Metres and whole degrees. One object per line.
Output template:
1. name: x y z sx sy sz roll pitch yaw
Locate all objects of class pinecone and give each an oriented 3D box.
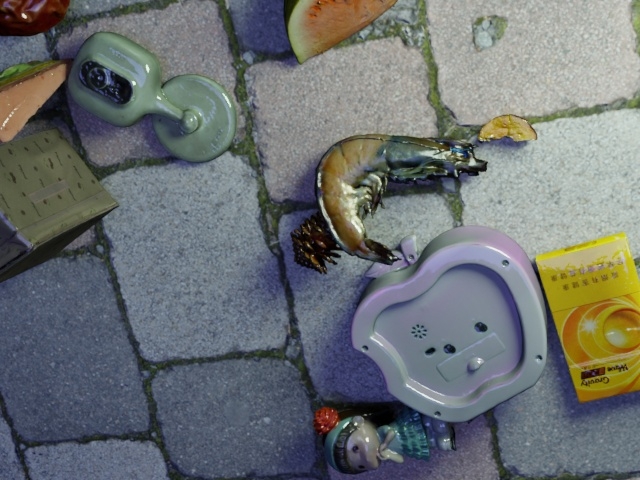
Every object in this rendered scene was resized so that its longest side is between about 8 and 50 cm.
1. pinecone: -0.004 -0.002 1.503 0.102 0.102 0.109 23 93 5

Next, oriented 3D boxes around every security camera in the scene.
1. security camera: -0.288 -0.241 1.506 0.302 0.080 0.157 29 111 0

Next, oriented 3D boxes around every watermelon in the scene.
1. watermelon: 0.032 -0.429 1.371 0.303 0.159 0.128 -35 59 19

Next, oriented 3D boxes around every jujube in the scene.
1. jujube: -0.548 -0.431 1.460 0.251 0.174 0.174 6 109 0

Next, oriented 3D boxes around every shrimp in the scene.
1. shrimp: 0.134 -0.071 1.443 0.290 0.054 0.222 -5 86 8

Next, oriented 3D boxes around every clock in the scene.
1. clock: 0.224 0.139 1.492 0.339 0.102 0.338 4 108 12

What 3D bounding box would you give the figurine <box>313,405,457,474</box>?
1. figurine: 0.118 0.348 1.585 0.246 0.110 0.137 -11 103 11

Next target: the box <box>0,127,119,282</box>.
1. box: -0.543 -0.043 1.511 0.225 0.297 0.190 -34 94 21

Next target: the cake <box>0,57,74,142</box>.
1. cake: -0.518 -0.240 1.483 0.109 0.225 0.090 5 123 31

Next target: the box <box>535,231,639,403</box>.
1. box: 0.471 0.132 1.463 0.152 0.043 0.269 -15 103 18

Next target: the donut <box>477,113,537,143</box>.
1. donut: 0.300 -0.174 1.409 0.083 0.038 0.067 -34 100 25
